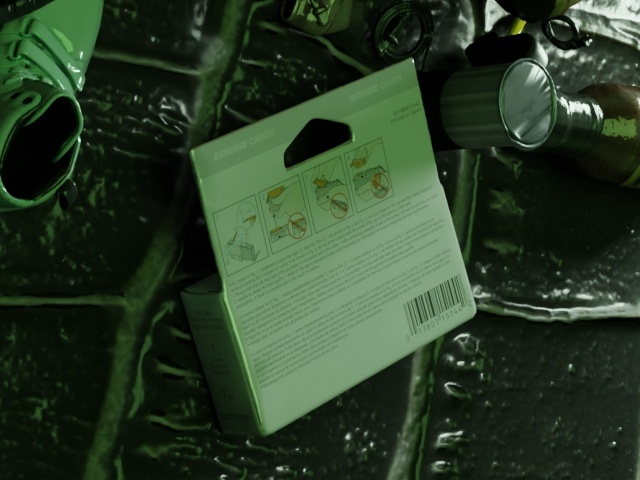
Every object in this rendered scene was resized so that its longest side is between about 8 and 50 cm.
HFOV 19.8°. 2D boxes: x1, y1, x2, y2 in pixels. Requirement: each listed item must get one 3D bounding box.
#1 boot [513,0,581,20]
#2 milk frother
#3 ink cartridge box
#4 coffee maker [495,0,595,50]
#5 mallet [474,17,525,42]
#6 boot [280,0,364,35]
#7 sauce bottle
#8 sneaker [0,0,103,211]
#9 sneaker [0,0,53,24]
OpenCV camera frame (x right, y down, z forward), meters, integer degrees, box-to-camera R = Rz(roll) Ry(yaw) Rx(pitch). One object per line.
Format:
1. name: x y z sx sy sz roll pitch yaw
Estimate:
1. boot: 0.292 -0.342 1.735 0.269 0.089 0.236 -23 130 -35
2. milk frother: 0.132 -0.157 1.733 0.143 0.135 0.129 26 71 -40
3. ink cartridge box: 0.000 0.000 1.652 0.296 0.066 0.261 -26 107 -41
4. coffee maker: 0.243 -0.307 1.855 0.178 0.120 0.171 -45 120 -36
5. mallet: 0.215 -0.229 1.885 0.062 0.039 0.190 53 52 -27
6. boot: 0.001 -0.245 1.678 0.087 0.042 0.118 4 79 -35
7. sauce bottle: 0.329 -0.107 1.937 0.344 0.111 0.111 4 87 -43
8. sneaker: -0.204 -0.117 1.404 0.094 0.151 0.256 42 61 -33
9. sneaker: -0.289 -0.255 1.313 0.321 0.124 0.180 10 61 -42
